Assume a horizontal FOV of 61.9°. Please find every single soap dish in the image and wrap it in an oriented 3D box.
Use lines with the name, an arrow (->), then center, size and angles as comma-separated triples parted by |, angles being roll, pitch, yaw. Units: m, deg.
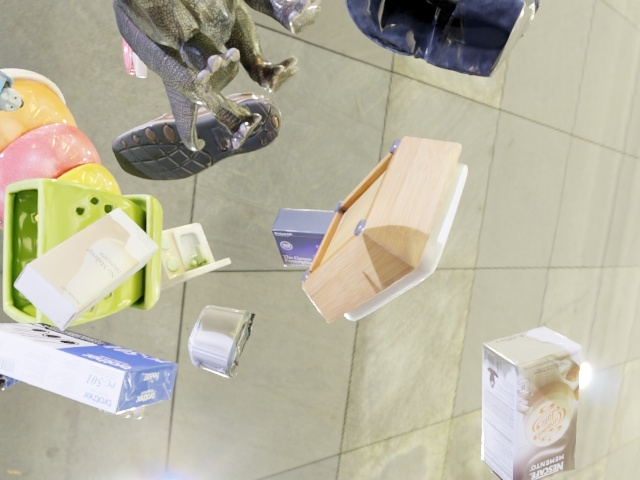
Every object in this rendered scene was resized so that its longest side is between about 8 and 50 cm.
soap dish -> 0.089, -0.012, 0.837 | 0.118, 0.291, 0.229 | 31, 60, -9

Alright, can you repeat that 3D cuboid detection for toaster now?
toaster -> -0.292, 0.283, 1.572 | 0.129, 0.146, 0.227 | 95, 9, -49

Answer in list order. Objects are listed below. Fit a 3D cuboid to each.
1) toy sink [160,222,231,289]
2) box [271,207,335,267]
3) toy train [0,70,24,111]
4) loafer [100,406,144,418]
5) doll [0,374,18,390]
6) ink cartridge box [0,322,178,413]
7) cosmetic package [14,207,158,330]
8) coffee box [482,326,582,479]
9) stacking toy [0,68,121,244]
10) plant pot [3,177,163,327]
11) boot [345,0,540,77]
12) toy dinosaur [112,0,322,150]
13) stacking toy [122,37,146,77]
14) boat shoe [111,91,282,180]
toy sink -> -0.368, 0.042, 1.340 | 0.152, 0.234, 0.131 | -21, 91, -51
box -> 0.000, 0.000, 1.674 | 0.184, 0.261, 0.103 | 76, 25, -45
toy train -> -0.545, -0.251, 0.844 | 0.105, 0.184, 0.080 | 17, 99, -56
loafer -> -0.467, 0.347, 1.232 | 0.092, 0.268, 0.102 | 14, 75, -26
doll -> -0.733, 0.301, 1.183 | 0.189, 0.046, 0.129 | -35, 113, -64
ink cartridge box -> -0.277, 0.138, 0.601 | 0.097, 0.207, 0.046 | 24, 78, -70
cosmetic package -> -0.213, 0.023, 0.497 | 0.060, 0.041, 0.115 | 45, 35, -7
coffee box -> 0.371, 0.296, 0.947 | 0.141, 0.098, 0.247 | -11, 107, -18
stacking toy -> -0.544, -0.092, 1.119 | 0.351, 0.480, 0.350 | -50, 172, -10
plant pot -> -0.398, 0.018, 0.904 | 0.207, 0.228, 0.227 | 0, 92, -43
boot -> 0.140, -0.361, 0.827 | 0.445, 0.367, 0.146 | -48, 145, -52
toy dinosaur -> -0.097, -0.162, 0.379 | 0.121, 0.313, 0.160 | -44, 87, -6
stacking toy -> -0.402, -0.554, 1.317 | 0.130, 0.279, 0.309 | -3, 124, -28
boat shoe -> -0.234, -0.208, 1.042 | 0.323, 0.120, 0.123 | -13, 125, -2
